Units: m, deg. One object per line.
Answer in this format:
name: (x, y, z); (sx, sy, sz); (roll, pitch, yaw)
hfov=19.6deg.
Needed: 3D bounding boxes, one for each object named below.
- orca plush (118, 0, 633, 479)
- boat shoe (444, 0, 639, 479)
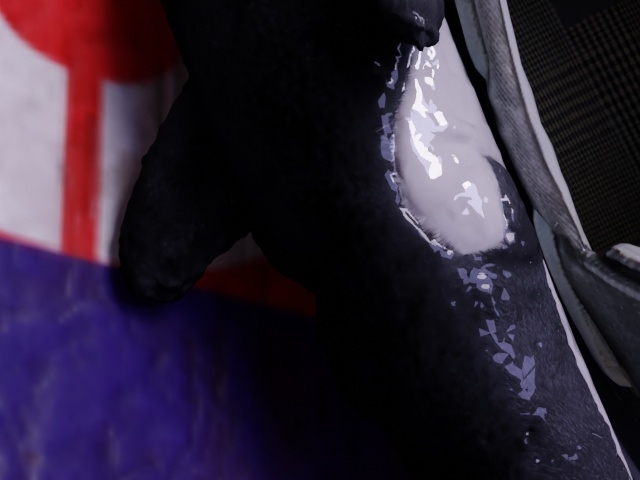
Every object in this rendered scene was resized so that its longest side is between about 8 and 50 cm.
orca plush: (0.000, 0.000, 0.502); (0.151, 0.102, 0.287); (-97, 164, -84)
boat shoe: (0.106, -0.003, 0.509); (0.335, 0.121, 0.119); (57, 8, -9)
